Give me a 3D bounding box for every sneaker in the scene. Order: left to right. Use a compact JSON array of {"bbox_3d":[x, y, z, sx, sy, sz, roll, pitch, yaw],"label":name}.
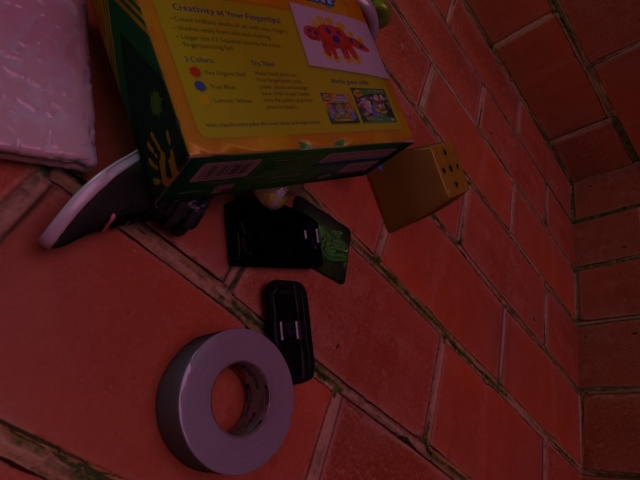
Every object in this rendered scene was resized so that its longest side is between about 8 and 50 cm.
[{"bbox_3d":[-0.268,-0.049,0.713,0.147,0.105,0.295,50,41,-14],"label":"sneaker"},{"bbox_3d":[-0.093,-0.148,0.949,0.126,0.091,0.240,33,23,0],"label":"sneaker"}]

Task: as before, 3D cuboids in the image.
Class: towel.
[{"bbox_3d":[-0.474,-0.268,0.622,0.317,0.053,0.331,3,73,-45],"label":"towel"}]

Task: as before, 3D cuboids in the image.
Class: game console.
[{"bbox_3d":[-0.078,0.096,0.907,0.213,0.044,0.361,6,71,-42],"label":"game console"}]

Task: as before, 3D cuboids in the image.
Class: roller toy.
[{"bbox_3d":[0.061,-0.596,1.210,0.209,0.191,0.146,22,58,-20],"label":"roller toy"}]

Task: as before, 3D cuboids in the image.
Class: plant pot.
[{"bbox_3d":[0.278,-0.167,1.277,0.212,0.187,0.212,-21,90,-49],"label":"plant pot"}]

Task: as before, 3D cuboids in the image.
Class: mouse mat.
[{"bbox_3d":[0.000,0.000,1.055,0.190,0.007,0.152,32,54,-36],"label":"mouse mat"}]

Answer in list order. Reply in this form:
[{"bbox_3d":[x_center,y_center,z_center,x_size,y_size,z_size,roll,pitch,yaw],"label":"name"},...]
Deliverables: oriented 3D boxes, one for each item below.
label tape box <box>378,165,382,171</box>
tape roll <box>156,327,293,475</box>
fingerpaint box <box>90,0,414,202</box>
[{"bbox_3d":[0.083,-0.357,1.122,0.241,0.106,0.333,33,31,-34],"label":"label tape box"},{"bbox_3d":[-0.147,0.256,0.750,0.219,0.072,0.219,21,60,-41],"label":"tape roll"},{"bbox_3d":[-0.099,-0.283,0.780,0.445,0.163,0.371,-14,81,-40],"label":"fingerpaint box"}]
